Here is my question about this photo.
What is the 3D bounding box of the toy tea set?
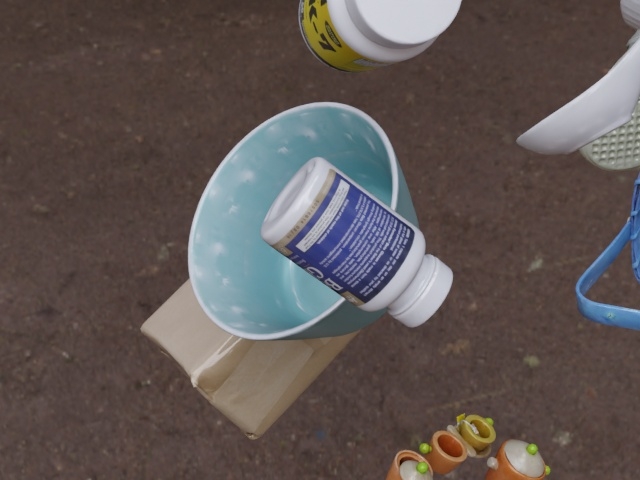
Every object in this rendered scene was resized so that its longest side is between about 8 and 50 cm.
[{"bbox_3d":[0.275,0.405,1.643,0.336,0.124,0.200,-13,50,-47],"label":"toy tea set"}]

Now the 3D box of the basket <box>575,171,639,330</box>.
[{"bbox_3d":[0.428,0.009,0.899,0.255,0.201,0.289,16,41,36],"label":"basket"}]

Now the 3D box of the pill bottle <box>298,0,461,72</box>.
[{"bbox_3d":[0.054,-0.227,0.862,0.119,0.119,0.208,-9,7,-11],"label":"pill bottle"}]

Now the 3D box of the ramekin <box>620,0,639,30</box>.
[{"bbox_3d":[0.611,-0.443,1.462,0.135,0.277,0.277,34,47,30],"label":"ramekin"}]

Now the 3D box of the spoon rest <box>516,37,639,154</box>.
[{"bbox_3d":[0.321,-0.170,0.910,0.276,0.084,0.137,-27,-3,7],"label":"spoon rest"}]

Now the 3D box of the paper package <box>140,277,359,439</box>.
[{"bbox_3d":[-0.100,0.117,1.484,0.325,0.168,0.309,-46,26,-12],"label":"paper package"}]

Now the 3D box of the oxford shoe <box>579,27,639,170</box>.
[{"bbox_3d":[0.512,-0.281,1.232,0.449,0.169,0.130,-51,27,5],"label":"oxford shoe"}]

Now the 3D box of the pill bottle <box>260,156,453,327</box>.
[{"bbox_3d":[0.037,0.007,0.834,0.169,0.094,0.094,36,34,-14],"label":"pill bottle"}]

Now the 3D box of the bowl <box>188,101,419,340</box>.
[{"bbox_3d":[0.000,0.000,1.142,0.312,0.163,0.311,-16,59,29],"label":"bowl"}]
